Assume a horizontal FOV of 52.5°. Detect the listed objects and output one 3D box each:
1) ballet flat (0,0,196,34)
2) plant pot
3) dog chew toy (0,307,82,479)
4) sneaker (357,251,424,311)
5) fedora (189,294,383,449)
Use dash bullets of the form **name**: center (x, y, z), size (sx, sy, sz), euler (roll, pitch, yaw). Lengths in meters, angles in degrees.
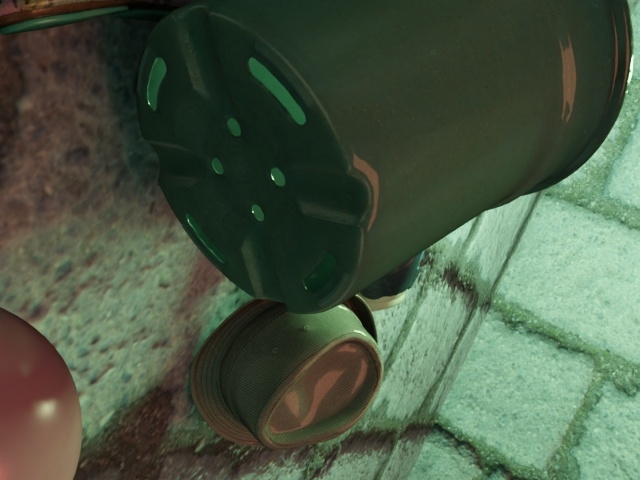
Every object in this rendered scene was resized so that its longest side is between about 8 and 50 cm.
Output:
- **ballet flat**: center (-0.159, -0.201, 0.492), size (0.221, 0.077, 0.079), euler (-32, 121, -55)
- **plant pot**: center (0.044, -0.123, 0.590), size (0.334, 0.341, 0.341), euler (-36, 142, -35)
- **dog chew toy**: center (-0.276, 0.071, 0.373), size (0.206, 0.207, 0.331), euler (-45, 139, -35)
- **sneaker**: center (0.137, -0.009, 1.153), size (0.322, 0.130, 0.236), euler (-54, 169, -52)
- **fedora**: center (-0.024, 0.188, 0.866), size (0.276, 0.124, 0.243), euler (-28, 115, -14)
